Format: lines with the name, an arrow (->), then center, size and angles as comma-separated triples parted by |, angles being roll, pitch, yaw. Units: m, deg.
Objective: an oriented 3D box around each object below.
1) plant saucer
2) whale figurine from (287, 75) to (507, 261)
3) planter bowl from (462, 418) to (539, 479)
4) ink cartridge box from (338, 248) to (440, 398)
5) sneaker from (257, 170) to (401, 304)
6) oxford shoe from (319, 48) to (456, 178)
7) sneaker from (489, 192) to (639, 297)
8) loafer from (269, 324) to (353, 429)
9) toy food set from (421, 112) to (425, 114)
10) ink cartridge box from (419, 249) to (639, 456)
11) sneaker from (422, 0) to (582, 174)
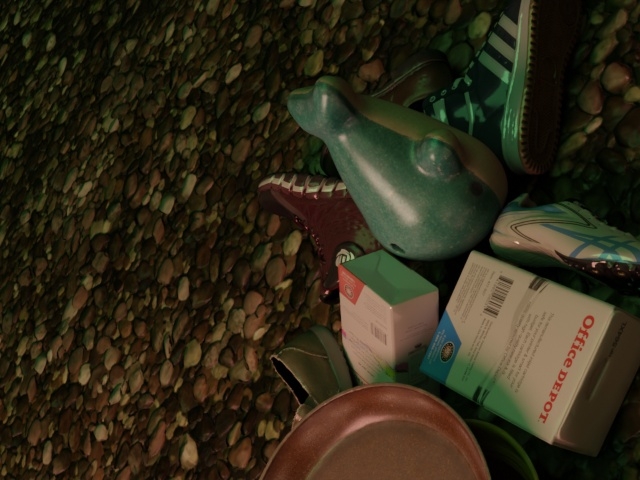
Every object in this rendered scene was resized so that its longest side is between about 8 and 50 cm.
plant saucer -> 0.050, 0.297, 1.083 | 0.310, 0.050, 0.310 | -21, 55, 32
whale figurine -> 0.077, -0.074, 1.209 | 0.216, 0.272, 0.141 | -6, 54, 63
planter bowl -> 0.161, 0.297, 1.090 | 0.217, 0.090, 0.217 | -25, 53, 39
ink cartridge box -> 0.080, 0.125, 1.245 | 0.115, 0.067, 0.198 | 39, 140, 50
sneaker -> 0.000, 0.000, 1.417 | 0.281, 0.106, 0.162 | 5, 78, 49
oxford shoe -> 0.087, -0.146, 1.412 | 0.227, 0.083, 0.096 | -42, 49, 28
sneaker -> 0.279, -0.001, 1.122 | 0.237, 0.085, 0.086 | 18, 78, 48
loafer -> 0.008, 0.221, 1.260 | 0.094, 0.087, 0.251 | 102, 149, -55
toy food set -> 0.114, -0.110, 1.363 | 0.122, 0.078, 0.019 | 111, 150, -45
ink cartridge box -> 0.221, 0.114, 1.121 | 0.203, 0.086, 0.148 | 26, 91, 50
sneaker -> 0.215, -0.213, 1.288 | 0.153, 0.099, 0.282 | -1, 73, 47
